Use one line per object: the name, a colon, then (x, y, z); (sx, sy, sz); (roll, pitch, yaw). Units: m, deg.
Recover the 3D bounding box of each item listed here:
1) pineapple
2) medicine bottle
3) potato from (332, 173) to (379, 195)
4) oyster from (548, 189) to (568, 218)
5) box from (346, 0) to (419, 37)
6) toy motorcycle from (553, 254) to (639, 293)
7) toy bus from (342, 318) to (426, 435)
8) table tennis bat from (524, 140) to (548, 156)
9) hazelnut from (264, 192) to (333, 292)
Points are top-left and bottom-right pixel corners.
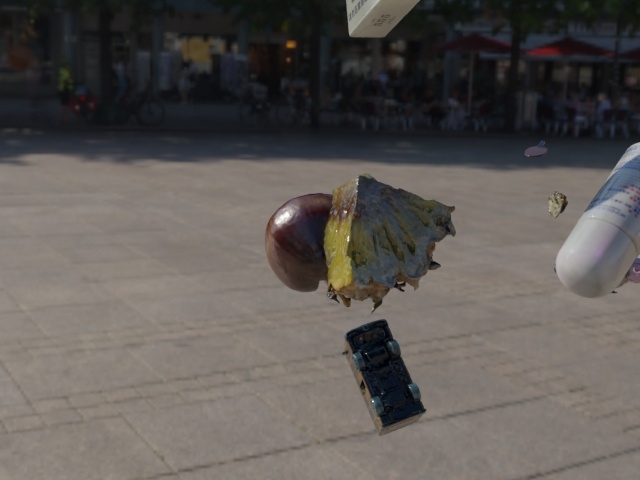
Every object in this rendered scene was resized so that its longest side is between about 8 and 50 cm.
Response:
pineapple: (0.087, -0.006, 1.276); (0.236, 0.186, 0.114); (-32, 5, -42)
medicine bottle: (0.571, -0.033, 1.695); (0.130, 0.130, 0.341); (13, 54, 45)
potato: (0.077, -0.077, 2.439); (0.111, 0.160, 0.271); (-21, -7, -30)
oyster: (0.509, -0.080, 1.888); (0.019, 0.054, 0.083); (-13, -17, -7)
box: (0.088, -0.475, 1.411); (0.071, 0.260, 0.168); (-4, -9, -18)
toy motorcycle: (0.601, 0.064, 1.878); (0.239, 0.108, 0.204); (-19, -9, 31)
toy bus: (0.109, 0.242, 1.557); (0.091, 0.182, 0.103); (-19, -22, -11)
table tennis bat: (0.483, -0.203, 1.959); (0.050, 0.007, 0.083); (2, 29, 30)
hazelnut: (0.000, 0.000, 1.625); (0.203, 0.178, 0.178); (-14, 14, -10)
